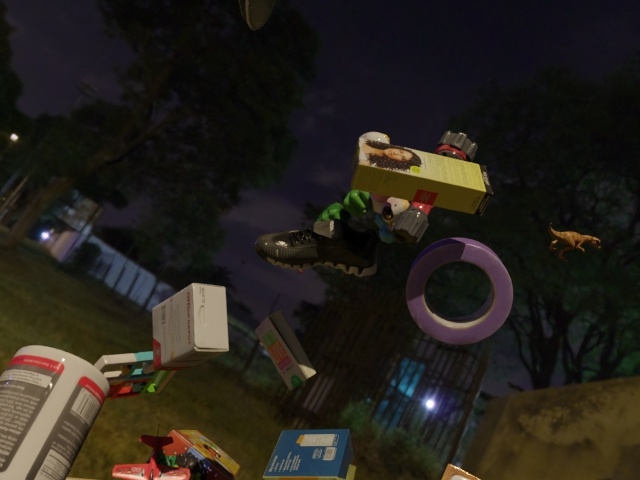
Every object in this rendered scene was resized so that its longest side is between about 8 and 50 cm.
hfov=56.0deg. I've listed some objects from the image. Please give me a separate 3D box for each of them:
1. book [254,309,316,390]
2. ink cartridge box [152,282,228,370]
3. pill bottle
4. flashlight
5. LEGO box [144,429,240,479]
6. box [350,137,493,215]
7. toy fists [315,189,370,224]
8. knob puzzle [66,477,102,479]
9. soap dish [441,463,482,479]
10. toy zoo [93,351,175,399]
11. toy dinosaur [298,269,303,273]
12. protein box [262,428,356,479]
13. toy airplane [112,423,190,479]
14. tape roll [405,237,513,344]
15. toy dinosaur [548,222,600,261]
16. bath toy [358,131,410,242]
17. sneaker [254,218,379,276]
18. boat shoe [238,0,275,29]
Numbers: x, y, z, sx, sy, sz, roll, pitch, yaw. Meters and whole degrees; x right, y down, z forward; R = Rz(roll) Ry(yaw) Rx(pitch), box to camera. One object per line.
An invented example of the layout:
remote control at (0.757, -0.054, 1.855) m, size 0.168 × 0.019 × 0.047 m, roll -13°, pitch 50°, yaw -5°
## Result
book at (-0.073, 0.224, 1.216) m, size 0.144 × 0.035 × 0.096 m, roll 57°, pitch -37°, yaw 12°
ink cartridge box at (-0.250, 0.169, 1.148) m, size 0.072 × 0.127 × 0.175 m, roll 11°, pitch -27°, yaw -38°
pill bottle at (-0.494, 0.348, 0.983) m, size 0.177 × 0.318 × 0.176 m, roll 10°, pitch -40°, yaw 9°
flashlight at (0.287, -0.131, 1.522) m, size 0.103 × 0.304 × 0.103 m, roll 19°, pitch -20°, yaw 39°
LEGO box at (-0.402, 0.702, 1.571) m, size 0.193 × 0.372 × 0.500 m, roll 37°, pitch -17°, yaw 7°
box at (0.171, -0.109, 1.031) m, size 0.233 × 0.087 × 0.058 m, roll 11°, pitch -48°, yaw -8°
toy fists at (0.093, -0.108, 2.143) m, size 0.096 × 0.279 × 0.142 m, roll 53°, pitch 20°, yaw -5°
knob puzzle at (-0.648, 0.664, 1.590) m, size 0.213 × 0.029 × 0.213 m, roll 0°, pitch -34°, yaw 0°
soap dish at (0.287, 0.610, 1.127) m, size 0.229 × 0.290 × 0.118 m, roll 24°, pitch -21°, yaw 15°
toy zoo at (-0.544, 0.380, 1.682) m, size 0.293 × 0.192 × 0.030 m, roll 4°, pitch 44°, yaw -45°
toy dinosaur at (-0.073, 0.062, 1.834) m, size 0.090 × 0.082 × 0.047 m, roll 6°, pitch -34°, yaw 1°
protein box at (-0.023, 0.631, 1.644) m, size 0.201 × 0.200 × 0.135 m, roll -6°, pitch -72°, yaw 14°
toy airplane at (-0.338, 0.446, 1.211) m, size 0.151 × 0.151 × 0.028 m, roll 29°, pitch -42°, yaw 7°
tape roll at (0.255, 0.092, 1.117) m, size 0.189 × 0.188 × 0.080 m, roll 29°, pitch 13°, yaw 6°
toy dinosaur at (0.707, -0.005, 1.744) m, size 0.212 × 0.064 × 0.112 m, roll 11°, pitch -53°, yaw -20°
bath toy at (0.179, -0.153, 1.767) m, size 0.152 × 0.129 × 0.348 m, roll 19°, pitch -34°, yaw 37°
sneaker at (0.000, 0.000, 1.086) m, size 0.235 × 0.078 × 0.106 m, roll 8°, pitch -50°, yaw -9°
boat shoe at (-0.163, -0.647, 1.421) m, size 0.091 × 0.114 × 0.302 m, roll 34°, pitch -38°, yaw 17°
